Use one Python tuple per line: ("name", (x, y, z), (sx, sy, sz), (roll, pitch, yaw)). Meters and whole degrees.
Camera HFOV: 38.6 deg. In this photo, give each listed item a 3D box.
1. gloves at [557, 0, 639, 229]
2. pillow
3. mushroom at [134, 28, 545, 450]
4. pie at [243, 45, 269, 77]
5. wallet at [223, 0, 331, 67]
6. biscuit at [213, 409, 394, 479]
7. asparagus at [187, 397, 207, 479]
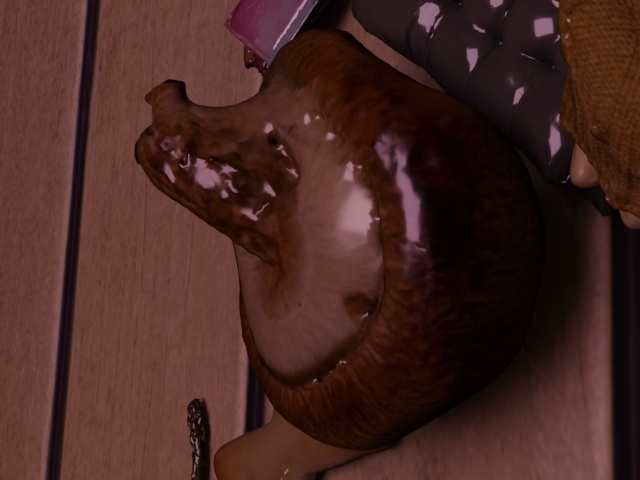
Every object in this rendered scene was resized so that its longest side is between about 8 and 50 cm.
("gloves", (0.214, -0.163, 0.460), (0.155, 0.203, 0.356), (43, 134, 29))
("pillow", (0.165, -0.205, 0.705), (0.228, 0.101, 0.326), (-60, 43, 23))
("mushroom", (0.000, 0.000, 0.719), (0.345, 0.260, 0.345), (179, 90, -64))
("pie", (-0.046, -0.245, 0.998), (0.092, 0.034, 0.169), (6, 84, 45))
("wallet", (-0.009, -0.294, 0.944), (0.232, 0.025, 0.119), (-54, 48, 12))
("biscuit", (-0.027, 0.199, 0.877), (0.207, 0.047, 0.164), (-59, 46, 22))
("asparagus", (-0.137, 0.297, 0.999), (0.024, 0.025, 0.248), (88, -178, -78))
